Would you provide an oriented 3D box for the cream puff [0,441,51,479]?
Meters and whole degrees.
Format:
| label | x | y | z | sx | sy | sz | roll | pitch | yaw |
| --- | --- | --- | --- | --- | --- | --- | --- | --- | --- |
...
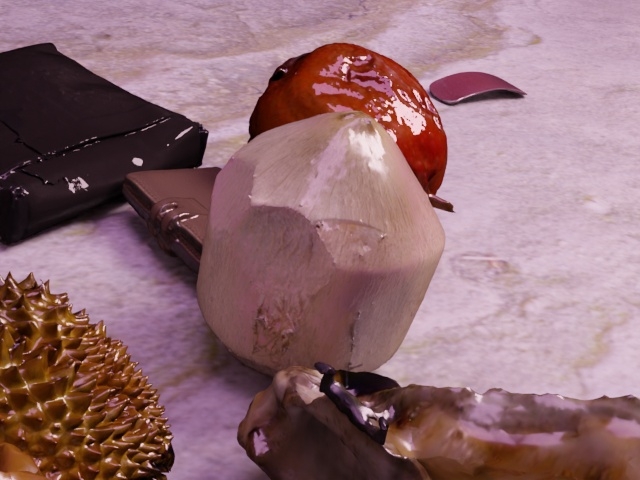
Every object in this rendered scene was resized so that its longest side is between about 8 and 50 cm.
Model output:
| label | x | y | z | sx | sy | sz | roll | pitch | yaw |
| --- | --- | --- | --- | --- | --- | --- | --- | --- | --- |
| cream puff | -0.196 | 0.162 | 0.272 | 0.327 | 0.231 | 0.343 | 6 | 28 | -12 |

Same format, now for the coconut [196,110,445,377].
| label | x | y | z | sx | sy | sz | roll | pitch | yaw |
| --- | --- | --- | --- | --- | --- | --- | --- | --- | --- |
| coconut | 0.000 | 0.000 | 0.668 | 0.171 | 0.183 | 0.171 | 11 | 33 | -7 |

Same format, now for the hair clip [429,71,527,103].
| label | x | y | z | sx | sy | sz | roll | pitch | yaw |
| --- | --- | --- | --- | --- | --- | --- | --- | --- | --- |
| hair clip | 0.199 | -0.192 | 1.248 | 0.137 | 0.022 | 0.054 | -10 | 37 | -31 |

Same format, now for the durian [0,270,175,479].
| label | x | y | z | sx | sy | sz | roll | pitch | yaw |
| --- | --- | --- | --- | --- | --- | --- | --- | --- | --- |
| durian | -0.152 | 0.089 | 0.511 | 0.168 | 0.137 | 0.158 | 35 | 17 | -16 |

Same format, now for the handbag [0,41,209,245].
| label | x | y | z | sx | sy | sz | roll | pitch | yaw |
| --- | --- | --- | --- | --- | --- | --- | --- | --- | --- |
| handbag | -0.252 | -0.100 | 0.886 | 0.223 | 0.080 | 0.247 | 25 | 33 | 26 |

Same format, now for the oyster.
| label | x | y | z | sx | sy | sz | roll | pitch | yaw |
| --- | --- | --- | --- | --- | --- | --- | --- | --- | --- |
| oyster | 0.093 | 0.142 | 0.496 | 0.337 | 0.133 | 0.198 | 23 | 33 | 28 |

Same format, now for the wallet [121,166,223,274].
| label | x | y | z | sx | sy | sz | roll | pitch | yaw |
| --- | --- | --- | --- | --- | --- | --- | --- | --- | --- |
| wallet | -0.087 | -0.014 | 0.817 | 0.118 | 0.039 | 0.153 | -2 | 34 | -41 |

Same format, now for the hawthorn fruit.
| label | x | y | z | sx | sy | sz | roll | pitch | yaw |
| --- | --- | --- | --- | --- | --- | --- | --- | --- | --- |
| hawthorn fruit | 0.026 | -0.087 | 0.867 | 0.173 | 0.173 | 0.179 | 0 | 29 | -16 |
